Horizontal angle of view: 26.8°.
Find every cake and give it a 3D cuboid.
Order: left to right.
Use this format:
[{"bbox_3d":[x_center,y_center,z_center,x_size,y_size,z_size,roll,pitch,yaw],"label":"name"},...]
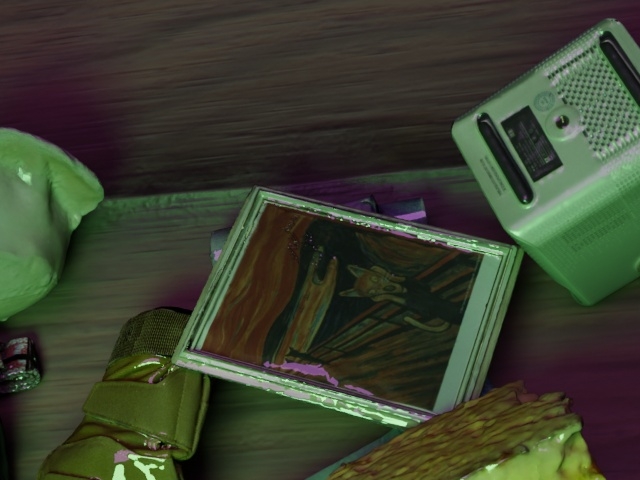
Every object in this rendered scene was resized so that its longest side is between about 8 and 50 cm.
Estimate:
[{"bbox_3d":[0.149,0.281,1.025,0.227,0.222,0.286,-27,94,2],"label":"cake"}]

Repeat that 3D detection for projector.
[{"bbox_3d":[0.250,-0.059,1.201,0.177,0.242,0.163,-33,60,15],"label":"projector"}]

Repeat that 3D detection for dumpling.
[{"bbox_3d":[-0.354,-0.001,1.314,0.175,0.227,0.243,21,77,25],"label":"dumpling"}]

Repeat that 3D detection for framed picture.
[{"bbox_3d":[0.028,0.056,1.211,0.273,0.016,0.216,13,57,13],"label":"framed picture"}]

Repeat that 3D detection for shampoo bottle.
[{"bbox_3d":[0.000,0.000,1.316,0.214,0.072,0.072,-12,61,6],"label":"shampoo bottle"}]

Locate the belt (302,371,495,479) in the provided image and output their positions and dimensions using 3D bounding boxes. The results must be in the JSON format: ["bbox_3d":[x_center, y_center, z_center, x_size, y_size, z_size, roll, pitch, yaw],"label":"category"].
[{"bbox_3d":[0.034,0.218,1.182,0.302,0.087,0.072,-32,64,-4],"label":"belt"}]

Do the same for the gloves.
[{"bbox_3d":[-0.175,0.220,1.201,0.154,0.141,0.331,9,65,16],"label":"gloves"}]

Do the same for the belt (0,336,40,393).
[{"bbox_3d":[-0.394,0.148,1.332,0.232,0.071,0.053,-20,40,0],"label":"belt"}]

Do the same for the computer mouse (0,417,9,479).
[{"bbox_3d":[-0.376,0.249,1.254,0.170,0.100,0.269,-3,72,2],"label":"computer mouse"}]
